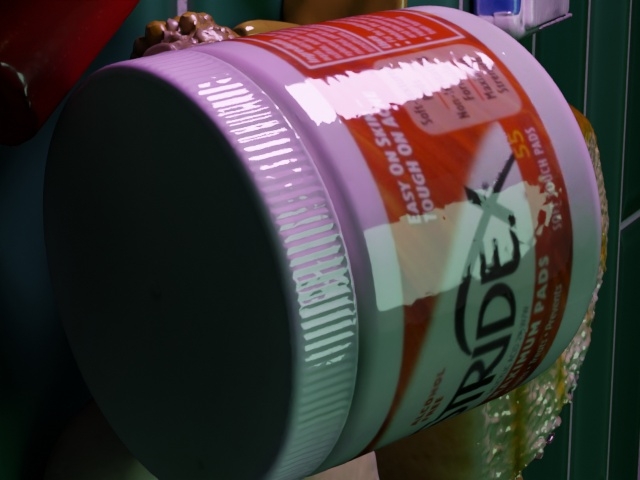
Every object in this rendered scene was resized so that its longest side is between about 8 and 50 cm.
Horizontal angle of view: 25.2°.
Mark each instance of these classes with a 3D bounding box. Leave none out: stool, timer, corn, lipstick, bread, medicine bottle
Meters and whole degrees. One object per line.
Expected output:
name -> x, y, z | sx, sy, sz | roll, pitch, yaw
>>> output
stool -> -0.002, -0.193, 1.131 | 0.135, 0.134, 0.110 | 53, 18, 16
timer -> 0.253, -0.340, 1.749 | 0.253, 0.078, 0.178 | -32, 123, -62
corn -> -0.053, -0.085, 1.049 | 0.320, 0.097, 0.097 | 33, 65, -67
lipstick -> -0.135, -0.168, 0.866 | 0.280, 0.073, 0.073 | -62, 148, -42
bread -> 0.100, 0.032, 1.268 | 0.395, 0.239, 0.264 | -65, 146, -37
medicine bottle -> 0.000, 0.000, 0.847 | 0.241, 0.252, 0.253 | -17, 113, -36

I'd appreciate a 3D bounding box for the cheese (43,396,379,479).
cheese -> -0.071, 0.209, 1.027 | 0.328, 0.129, 0.351 | -29, 121, -57
